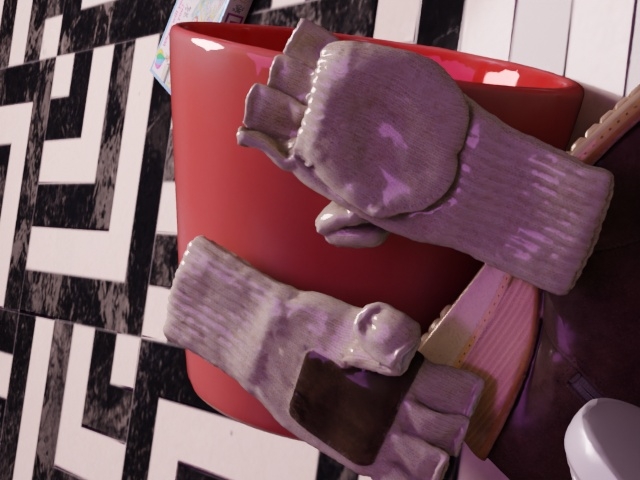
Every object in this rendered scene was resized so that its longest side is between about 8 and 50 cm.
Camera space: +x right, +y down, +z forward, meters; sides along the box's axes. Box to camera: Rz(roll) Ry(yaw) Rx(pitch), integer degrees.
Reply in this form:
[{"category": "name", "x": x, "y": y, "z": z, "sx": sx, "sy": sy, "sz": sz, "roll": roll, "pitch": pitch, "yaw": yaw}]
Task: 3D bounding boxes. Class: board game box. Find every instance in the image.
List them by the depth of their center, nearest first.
[{"category": "board game box", "x": -0.119, "y": -0.219, "z": 1.223, "sx": 0.103, "sy": 0.026, "sz": 0.154, "roll": 49, "pitch": 121, "yaw": 47}]

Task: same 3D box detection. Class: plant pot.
[{"category": "plant pot", "x": 0.020, "y": -0.009, "z": 0.812, "sx": 0.275, "sy": 0.275, "sz": 0.243, "roll": 27, "pitch": 114, "yaw": 53}]

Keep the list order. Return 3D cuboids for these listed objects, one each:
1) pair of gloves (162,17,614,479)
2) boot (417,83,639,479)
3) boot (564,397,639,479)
[{"category": "pair of gloves", "x": 0.022, "y": 0.014, "z": 0.655, "sx": 0.204, "sy": 0.042, "sz": 0.240, "roll": 34, "pitch": 117, "yaw": 13}, {"category": "boot", "x": 0.189, "y": 0.051, "z": 0.662, "sx": 0.207, "sy": 0.090, "sz": 0.248, "roll": 39, "pitch": 111, "yaw": 11}, {"category": "boot", "x": 0.197, "y": 0.204, "z": 0.585, "sx": 0.258, "sy": 0.095, "sz": 0.123, "roll": 45, "pitch": 124, "yaw": 22}]
